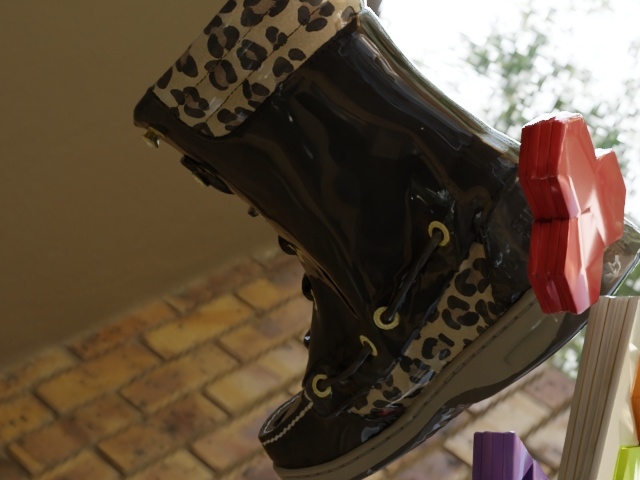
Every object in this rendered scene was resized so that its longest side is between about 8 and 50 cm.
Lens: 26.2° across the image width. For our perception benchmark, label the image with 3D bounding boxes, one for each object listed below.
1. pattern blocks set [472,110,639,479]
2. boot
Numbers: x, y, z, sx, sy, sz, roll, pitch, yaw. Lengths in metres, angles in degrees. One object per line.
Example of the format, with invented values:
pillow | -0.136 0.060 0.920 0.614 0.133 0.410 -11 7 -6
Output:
pattern blocks set | 0.147 0.120 0.617 0.325 0.026 0.285 37 -122 -52
boot | 0.000 0.000 0.909 0.138 0.284 0.377 -45 2 -37
